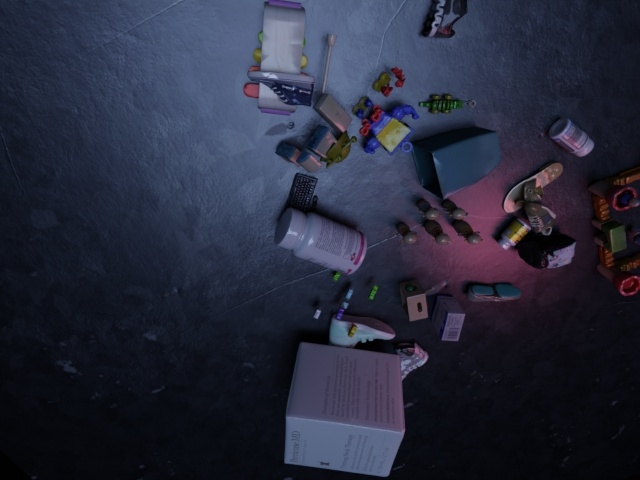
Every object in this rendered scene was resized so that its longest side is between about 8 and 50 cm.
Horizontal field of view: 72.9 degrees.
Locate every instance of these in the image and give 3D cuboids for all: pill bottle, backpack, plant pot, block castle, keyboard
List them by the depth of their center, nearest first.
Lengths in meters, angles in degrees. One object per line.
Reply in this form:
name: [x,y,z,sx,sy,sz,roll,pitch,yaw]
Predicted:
plant pot: [0.448,-0.271,1.405,0.235,0.165,0.165,-24,115,-3]
pill bottle: [0.844,-0.344,1.454,0.137,0.078,0.078,29,109,-18]
pill bottle: [0.000,0.000,1.460,0.283,0.160,0.160,21,111,-23]
keyboard: [-0.058,-0.132,1.485,0.108,0.023,0.180,14,113,-13]
block castle: [1.179,-0.043,1.556,0.303,0.212,0.452,-21,115,4]
pill bottle: [0.709,-0.022,1.596,0.065,0.065,0.116,33,108,-19]
backpack: [0.847,0.037,1.607,0.182,0.152,0.115,-14,122,-13]

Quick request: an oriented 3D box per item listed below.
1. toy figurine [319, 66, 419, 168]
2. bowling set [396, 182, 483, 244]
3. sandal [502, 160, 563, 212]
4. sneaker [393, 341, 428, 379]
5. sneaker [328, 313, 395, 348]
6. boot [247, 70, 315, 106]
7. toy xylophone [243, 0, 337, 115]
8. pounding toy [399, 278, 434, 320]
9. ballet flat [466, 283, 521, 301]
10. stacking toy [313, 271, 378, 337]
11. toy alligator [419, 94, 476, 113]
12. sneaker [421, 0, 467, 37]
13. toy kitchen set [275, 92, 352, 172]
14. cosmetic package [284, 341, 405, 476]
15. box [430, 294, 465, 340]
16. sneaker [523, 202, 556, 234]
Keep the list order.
toy figurine: [0.193,-0.316,1.343,0.217,0.191,0.362,34,108,-24]
bowling set: [0.406,-0.088,1.482,0.287,0.154,0.199,-5,115,-4]
sandal: [0.754,-0.178,1.519,0.240,0.079,0.088,-43,112,14]
sneaker: [0.321,0.498,1.794,0.229,0.086,0.132,-39,107,2]
sneaker: [0.156,0.384,1.706,0.256,0.094,0.150,12,107,-1]
boot: [-0.112,-0.428,1.223,0.190,0.069,0.085,2,112,-11]
toy xylophone: [-0.088,-0.519,1.269,0.237,0.081,0.322,11,113,-13]
pounding toy: [0.365,0.214,1.631,0.100,0.130,0.141,-13,115,-1]
ballet flat: [0.678,0.210,1.709,0.214,0.072,0.068,3,142,-7]
stacking toy: [0.092,0.231,1.619,0.167,0.052,0.221,26,92,-1]
toy alligator: [0.414,-0.433,1.380,0.190,0.051,0.056,-2,115,-5]
sneaker: [0.381,-0.697,1.244,0.106,0.078,0.234,10,117,-14]
toy kitchen set: [-0.041,-0.336,1.328,0.122,0.166,0.207,35,88,-43]
cosmetic package: [0.083,0.628,1.624,0.395,0.327,0.329,7,127,2]
box: [0.490,0.297,1.679,0.072,0.137,0.126,3,114,-6]
sneaker: [0.778,-0.071,1.538,0.192,0.064,0.086,16,86,-39]
